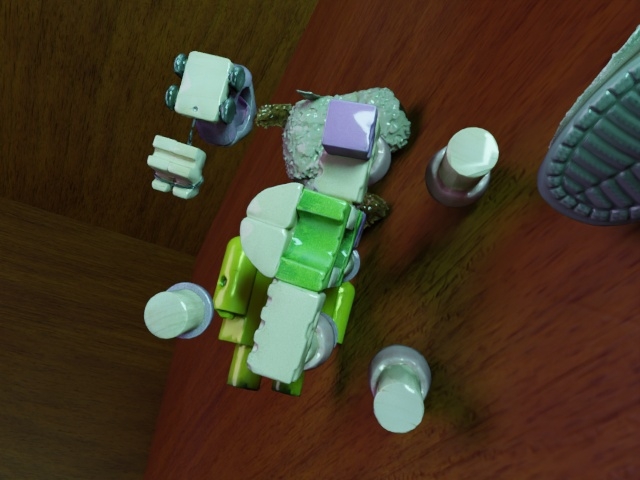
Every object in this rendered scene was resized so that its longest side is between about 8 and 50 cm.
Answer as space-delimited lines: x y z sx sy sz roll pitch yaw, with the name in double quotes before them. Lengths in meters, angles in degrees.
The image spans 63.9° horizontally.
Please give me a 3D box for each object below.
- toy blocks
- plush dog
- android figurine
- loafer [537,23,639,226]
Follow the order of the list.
"toy blocks" 0.000 0.000 0.563 0.260 0.308 0.289 13 -86 -81
"plush dog" 0.010 -0.105 0.825 0.262 0.210 0.226 178 87 -70
"android figurine" -0.040 0.066 0.690 0.056 0.248 0.273 4 72 40
"loafer" 0.239 -0.111 0.311 0.251 0.094 0.087 -49 2 28
